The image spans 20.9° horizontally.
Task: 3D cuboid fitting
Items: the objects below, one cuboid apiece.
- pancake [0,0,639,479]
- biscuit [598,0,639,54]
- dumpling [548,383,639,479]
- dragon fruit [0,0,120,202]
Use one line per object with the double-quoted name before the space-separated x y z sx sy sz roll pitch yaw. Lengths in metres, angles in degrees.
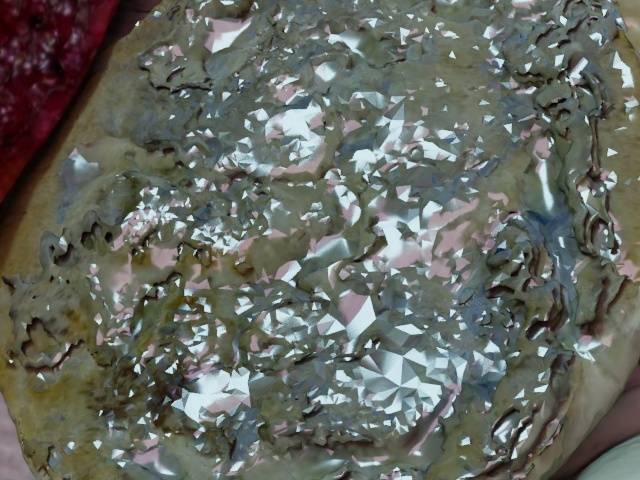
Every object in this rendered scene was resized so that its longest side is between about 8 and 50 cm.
"pancake" 0.000 -0.001 0.632 0.282 0.049 0.282 -7 61 13
"biscuit" 0.164 -0.066 0.674 0.232 0.013 0.237 37 78 17
"dumpling" 0.115 0.109 0.575 0.181 0.111 0.155 -27 36 -28
"dragon fruit" -0.236 -0.161 0.595 0.249 0.371 0.386 11 103 32
